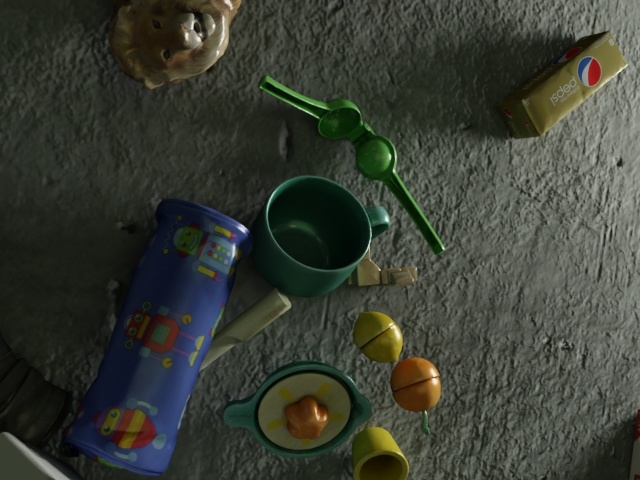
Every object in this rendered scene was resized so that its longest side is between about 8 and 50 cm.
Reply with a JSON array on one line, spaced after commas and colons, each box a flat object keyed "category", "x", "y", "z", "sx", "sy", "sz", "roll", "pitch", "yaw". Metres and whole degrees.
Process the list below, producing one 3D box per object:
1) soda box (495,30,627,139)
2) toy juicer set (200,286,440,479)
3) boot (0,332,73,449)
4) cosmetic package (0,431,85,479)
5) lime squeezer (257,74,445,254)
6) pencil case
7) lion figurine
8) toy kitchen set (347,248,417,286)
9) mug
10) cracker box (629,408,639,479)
[{"category": "soda box", "x": 0.328, "y": -0.211, "z": 1.401, "sx": 0.181, "sy": 0.061, "sz": 0.058, "roll": -39, "pitch": 106, "yaw": -19}, {"category": "toy juicer set", "x": 0.000, "y": 0.168, "z": 1.201, "sx": 0.329, "sy": 0.089, "sz": 0.209, "roll": 26, "pitch": 110, "yaw": -21}, {"category": "boot", "x": -0.433, "y": 0.214, "z": 1.041, "sx": 0.338, "sy": 0.118, "sz": 0.223, "roll": -39, "pitch": 112, "yaw": -14}, {"category": "cosmetic package", "x": -0.338, "y": 0.406, "z": 0.989, "sx": 0.385, "sy": 0.217, "sz": 0.156, "roll": -47, "pitch": 150, "yaw": -11}, {"category": "lime squeezer", "x": 0.050, "y": -0.113, "z": 1.255, "sx": 0.059, "sy": 0.110, "sz": 0.310, "roll": -43, "pitch": 110, "yaw": 10}, {"category": "pencil case", "x": -0.176, "y": 0.110, "z": 1.137, "sx": 0.119, "sy": 0.133, "sz": 0.306, "roll": 20, "pitch": 76, "yaw": 2}, {"category": "lion figurine", "x": -0.181, "y": -0.375, "z": 1.150, "sx": 0.240, "sy": 0.142, "sz": 0.392, "roll": -25, "pitch": 86, "yaw": -14}, {"category": "toy kitchen set", "x": 0.084, "y": 0.019, "z": 1.290, "sx": 0.083, "sy": 0.068, "sz": 0.075, "roll": -4, "pitch": 92, "yaw": -25}, {"category": "mug", "x": -0.005, "y": 0.006, "z": 1.219, "sx": 0.158, "sy": 0.097, "sz": 0.129, "roll": 19, "pitch": 56, "yaw": -12}, {"category": "cracker box", "x": 0.522, "y": 0.325, "z": 1.400, "sx": 0.067, "sy": 0.232, "sz": 0.155, "roll": 9, "pitch": 87, "yaw": -23}]
